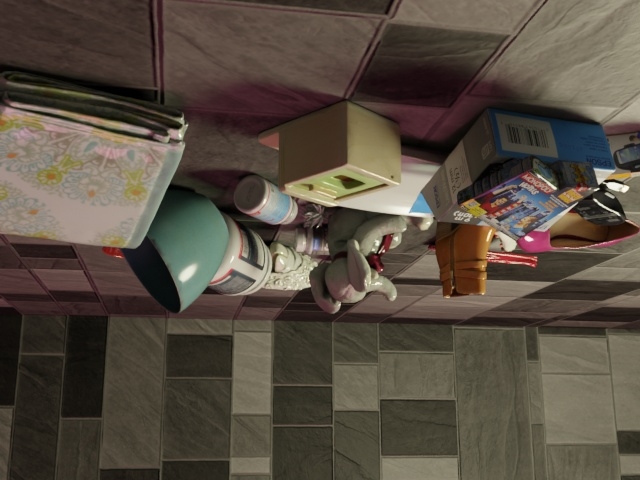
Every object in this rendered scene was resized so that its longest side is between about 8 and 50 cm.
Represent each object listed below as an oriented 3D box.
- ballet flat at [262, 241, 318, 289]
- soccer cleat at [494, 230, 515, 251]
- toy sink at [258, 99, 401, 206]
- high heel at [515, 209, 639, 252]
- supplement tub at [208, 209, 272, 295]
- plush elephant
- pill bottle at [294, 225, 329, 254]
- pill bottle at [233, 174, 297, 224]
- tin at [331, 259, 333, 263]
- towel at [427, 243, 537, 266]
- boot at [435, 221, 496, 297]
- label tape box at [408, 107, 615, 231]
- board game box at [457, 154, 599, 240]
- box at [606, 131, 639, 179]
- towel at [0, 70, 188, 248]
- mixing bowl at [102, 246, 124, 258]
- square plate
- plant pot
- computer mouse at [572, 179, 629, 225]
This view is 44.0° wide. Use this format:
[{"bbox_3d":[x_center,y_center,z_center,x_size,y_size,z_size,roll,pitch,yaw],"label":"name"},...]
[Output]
[{"bbox_3d":[-0.183,0.062,2.311,0.409,0.147,0.147,4,165,-17],"label":"ballet flat"},{"bbox_3d":[0.514,-0.015,2.126,0.076,0.068,0.196,-9,161,19],"label":"soccer cleat"},{"bbox_3d":[0.011,-0.146,1.461,0.234,0.131,0.153,-12,161,41],"label":"toy sink"},{"bbox_3d":[0.611,-0.037,1.898,0.181,0.127,0.377,0,-175,42],"label":"high heel"},{"bbox_3d":[-0.252,0.038,2.063,0.191,0.191,0.272,-5,165,17],"label":"supplement tub"},{"bbox_3d":[0.103,0.048,1.974,0.330,0.255,0.272,6,164,-23],"label":"plush elephant"},{"bbox_3d":[0.000,0.000,2.145,0.137,0.078,0.078,2,166,-10],"label":"pill bottle"},{"bbox_3d":[-0.119,-0.086,1.786,0.087,0.087,0.160,-8,164,27],"label":"pill bottle"},{"bbox_3d":[0.090,0.055,2.453,0.106,0.040,0.189,-2,166,-7],"label":"tin"},{"bbox_3d":[0.459,0.041,2.263,0.199,0.031,0.275,7,-179,-24],"label":"towel"},{"bbox_3d":[0.383,0.022,1.944,0.109,0.220,0.283,11,162,-36],"label":"boot"},{"bbox_3d":[0.355,-0.098,1.537,0.249,0.115,0.347,5,148,-19],"label":"label tape box"},{"bbox_3d":[0.368,-0.090,1.378,0.194,0.060,0.194,-29,143,33],"label":"board game box"},{"bbox_3d":[0.580,-0.161,1.507,0.136,0.081,0.028,-6,165,19],"label":"box"},{"bbox_3d":[-0.433,-0.122,1.399,0.321,0.090,0.374,10,140,-24],"label":"towel"},{"bbox_3d":[-0.466,-0.016,2.034,0.181,0.098,0.181,-1,166,0],"label":"mixing bowl"},{"bbox_3d":[0.187,-0.128,1.703,0.347,0.049,0.344,7,164,-25],"label":"square plate"},{"bbox_3d":[-0.328,-0.005,1.826,0.195,0.290,0.290,-34,-179,-25],"label":"plant pot"},{"bbox_3d":[0.624,-0.109,1.775,0.262,0.060,0.184,22,161,-29],"label":"computer mouse"}]
